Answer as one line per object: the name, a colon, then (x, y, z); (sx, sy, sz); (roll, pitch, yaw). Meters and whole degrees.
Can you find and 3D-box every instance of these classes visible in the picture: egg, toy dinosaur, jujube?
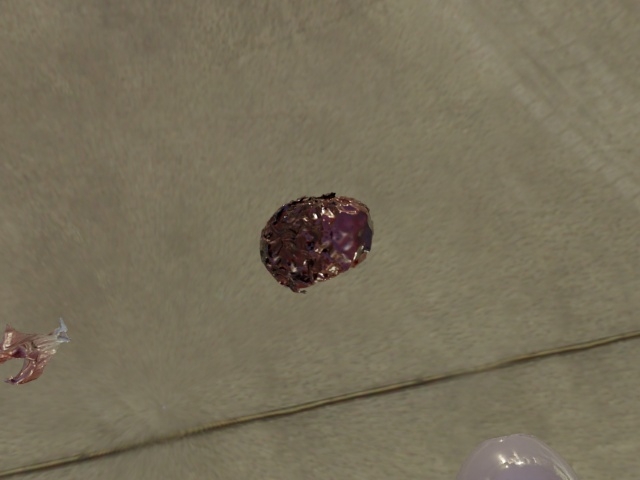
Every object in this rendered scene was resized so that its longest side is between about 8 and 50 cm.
egg: (0.248, 0.357, 1.452); (0.176, 0.176, 0.232); (-2, 53, -8)
toy dinosaur: (-0.358, 0.133, 1.444); (0.108, 0.220, 0.032); (-25, 68, -16)
jujube: (-0.001, -0.004, 1.224); (0.104, 0.166, 0.104); (10, 72, -32)
